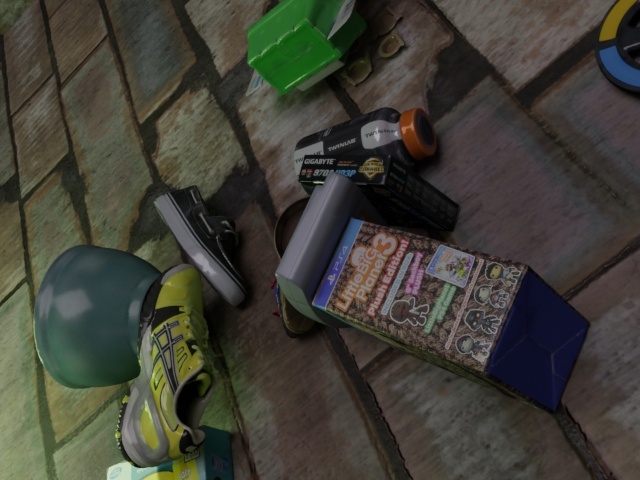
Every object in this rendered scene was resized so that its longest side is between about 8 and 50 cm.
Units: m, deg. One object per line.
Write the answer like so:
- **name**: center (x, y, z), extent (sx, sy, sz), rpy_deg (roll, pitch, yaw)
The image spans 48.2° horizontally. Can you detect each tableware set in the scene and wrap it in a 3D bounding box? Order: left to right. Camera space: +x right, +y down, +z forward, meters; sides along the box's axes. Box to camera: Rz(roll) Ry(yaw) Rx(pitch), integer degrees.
- **tableware set**: center (0.104, -0.404, 1.483), extent (0.168, 0.020, 0.141), rpy_deg (-33, 50, 21)

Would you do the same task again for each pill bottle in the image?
- **pill bottle**: center (0.083, -0.160, 1.292), extent (0.245, 0.130, 0.130), rpy_deg (-16, 58, 33)

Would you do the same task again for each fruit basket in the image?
- **fruit basket**: center (-0.006, -0.485, 1.538), extent (0.327, 0.165, 0.353), rpy_deg (-24, 31, 40)

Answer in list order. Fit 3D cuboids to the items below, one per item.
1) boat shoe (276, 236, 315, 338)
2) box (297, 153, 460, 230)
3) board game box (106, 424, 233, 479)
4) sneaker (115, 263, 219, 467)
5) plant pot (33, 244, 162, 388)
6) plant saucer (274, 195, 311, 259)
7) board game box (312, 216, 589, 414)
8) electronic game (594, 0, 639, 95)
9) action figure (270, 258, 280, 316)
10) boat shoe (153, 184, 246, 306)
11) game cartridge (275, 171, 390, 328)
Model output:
- **boat shoe**: center (-0.048, 0.072, 1.313), extent (0.073, 0.080, 0.223), rpy_deg (129, 147, -53)
- **box**: center (0.097, -0.077, 1.172), extent (0.175, 0.220, 0.051), rpy_deg (6, 76, 42)
- **board game box**: center (-0.261, 0.526, 1.241), extent (0.254, 0.079, 0.336), rpy_deg (-29, 51, 25)
- **sneaker**: center (-0.247, 0.218, 1.303), extent (0.147, 0.145, 0.385), rpy_deg (-11, 58, 23)
- **plant pot**: center (-0.392, 0.154, 1.430), extent (0.196, 0.293, 0.293), rpy_deg (0, 66, 21)
- **plant saucer**: center (0.000, 0.000, 1.289), extent (0.168, 0.029, 0.168), rpy_deg (2, 69, -5)
- **board game box**: center (0.181, 0.101, 1.000), extent (0.291, 0.232, 0.141), rpy_deg (17, 79, 44)
- **electronic game**: center (0.527, -0.316, 1.068), extent (0.229, 0.048, 0.229), rpy_deg (-19, 56, 31)
- **action figure**: center (-0.075, 0.085, 1.364), extent (0.038, 0.030, 0.115), rpy_deg (-24, 52, 34)
- **boat shoe**: center (-0.228, -0.009, 1.474), extent (0.119, 0.121, 0.335), rpy_deg (-34, 57, -10)
- **game cartridge**: center (0.032, 0.034, 1.122), extent (0.062, 0.297, 0.198), rpy_deg (17, 80, 24)
